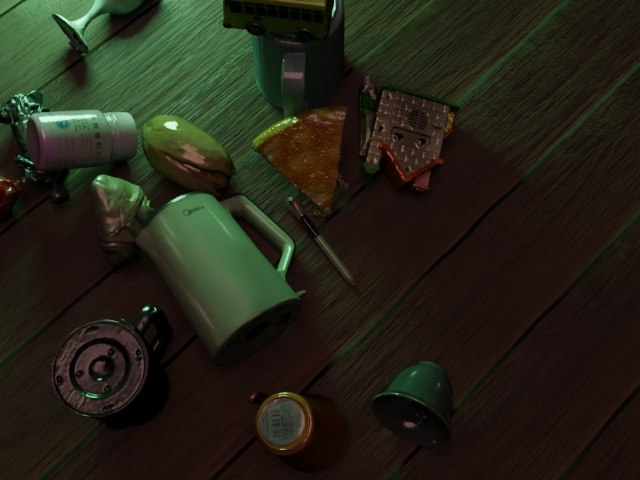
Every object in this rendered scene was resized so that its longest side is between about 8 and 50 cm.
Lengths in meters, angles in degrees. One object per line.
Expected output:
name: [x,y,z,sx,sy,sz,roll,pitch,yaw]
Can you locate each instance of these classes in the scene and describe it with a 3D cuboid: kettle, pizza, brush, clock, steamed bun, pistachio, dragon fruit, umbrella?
kettle: [-0.457,0.285,1.662,0.203,0.308,0.262,-1,70,0]
pizza: [-0.032,-0.193,1.926,0.280,0.075,0.288,-12,106,11]
brush: [0.000,0.000,1.912,0.039,0.042,0.299,-22,68,-45]
clock: [0.236,-0.264,1.968,0.219,0.106,0.255,16,78,-6]
steamed bun: [-0.492,-0.057,1.844,0.144,0.211,0.218,-9,79,-13]
kettle: [-0.212,0.062,1.804,0.361,0.250,0.377,-27,68,-31]
pistachio: [-0.357,-0.231,1.935,0.293,0.181,0.162,31,110,14]
dragon fruit: [-0.860,-0.113,1.905,0.166,0.136,0.133,-12,102,-9]
umbrella: [-0.761,-0.244,1.969,0.143,0.094,0.349,-25,74,-16]

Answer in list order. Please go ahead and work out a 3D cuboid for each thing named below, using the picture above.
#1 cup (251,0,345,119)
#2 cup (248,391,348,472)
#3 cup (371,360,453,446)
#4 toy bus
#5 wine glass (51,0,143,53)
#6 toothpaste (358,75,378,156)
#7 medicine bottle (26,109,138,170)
cup: [-0.078,-0.511,1.954,0.257,0.311,0.331,30,73,10]
cup: [-0.065,0.413,1.654,0.226,0.264,0.182,30,80,22]
cup: [0.239,0.367,1.721,0.199,0.199,0.150,27,53,9]
toy bus: [-0.103,-0.573,1.732,0.262,0.150,0.128,8,69,3]
wine glass: [-0.616,-0.689,2.111,0.143,0.143,0.321,38,71,12]
toothpaste: [0.139,-0.347,2.039,0.078,0.047,0.248,0,71,-6]
medicine bottle: [-0.619,-0.265,1.905,0.254,0.152,0.152,-12,68,-33]
